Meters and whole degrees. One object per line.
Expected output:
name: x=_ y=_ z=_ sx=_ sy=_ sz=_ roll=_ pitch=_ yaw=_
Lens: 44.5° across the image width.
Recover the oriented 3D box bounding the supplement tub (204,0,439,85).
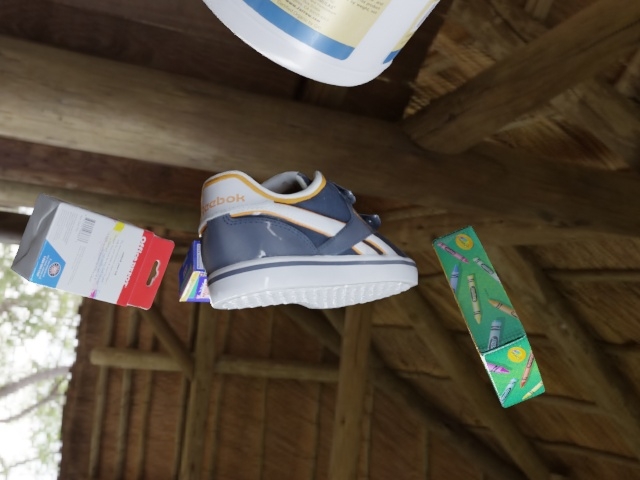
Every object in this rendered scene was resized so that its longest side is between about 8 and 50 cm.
supplement tub: x=0.029 y=-0.199 z=0.410 sx=0.200 sy=0.144 sz=0.144 roll=-49 pitch=-140 yaw=33

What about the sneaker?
sneaker: x=0.000 y=0.000 z=0.797 sx=0.126 sy=0.321 sz=0.127 roll=-20 pitch=-105 yaw=26

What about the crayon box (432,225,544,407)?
crayon box: x=0.290 y=0.127 z=1.365 sx=0.278 sy=0.081 sz=0.165 roll=-105 pitch=169 yaw=-49

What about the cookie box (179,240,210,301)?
cookie box: x=-0.102 y=0.039 z=0.898 sx=0.092 sy=0.107 sz=0.040 roll=127 pitch=-37 yaw=-58

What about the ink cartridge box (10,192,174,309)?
ink cartridge box: x=-0.369 y=0.023 z=1.290 sx=0.078 sy=0.231 sz=0.134 roll=20 pitch=-92 yaw=43
